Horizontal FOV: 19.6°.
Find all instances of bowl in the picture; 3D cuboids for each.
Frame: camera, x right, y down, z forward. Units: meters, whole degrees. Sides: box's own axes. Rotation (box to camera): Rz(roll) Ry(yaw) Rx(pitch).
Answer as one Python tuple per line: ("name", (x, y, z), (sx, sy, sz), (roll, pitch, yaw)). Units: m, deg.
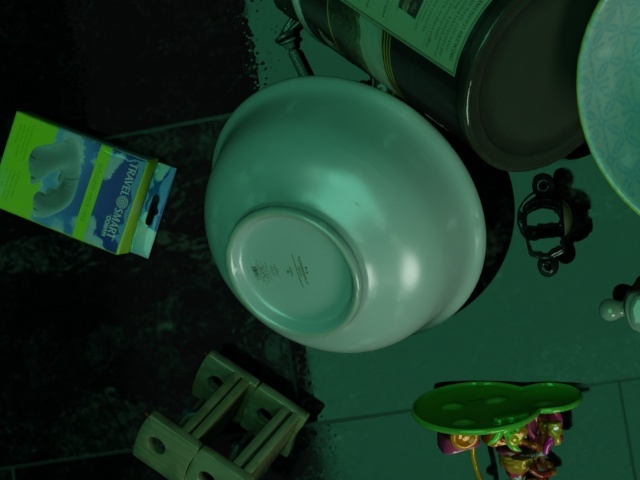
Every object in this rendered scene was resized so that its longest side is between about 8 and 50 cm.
("bowl", (0.000, 0.000, 1.793), (0.297, 0.134, 0.298), (14, 125, 21))
("bowl", (0.379, -0.145, 1.616), (0.289, 0.156, 0.290), (6, 109, 18))

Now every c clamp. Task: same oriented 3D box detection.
("c clamp", (0.004, -0.168, 1.899), (0.137, 0.022, 0.161), (-21, 88, 13))

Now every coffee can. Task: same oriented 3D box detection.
("coffee can", (0.129, -0.214, 1.715), (0.275, 0.201, 0.201), (40, 104, 42))

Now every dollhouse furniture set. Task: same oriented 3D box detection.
("dollhouse furniture set", (-0.122, 0.238, 1.928), (0.129, 0.129, 0.184), (33, 131, 10))

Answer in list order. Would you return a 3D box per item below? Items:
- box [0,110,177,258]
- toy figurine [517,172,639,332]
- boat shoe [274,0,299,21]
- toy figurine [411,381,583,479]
("box", (-0.252, -0.058, 1.961), (0.178, 0.042, 0.109), (21, 99, 12))
("toy figurine", (0.309, -0.028, 1.779), (0.209, 0.148, 0.213), (36, 99, 3))
("boat shoe", (0.029, -0.320, 1.852), (0.068, 0.081, 0.228), (29, 94, 19))
("toy figurine", (0.182, 0.234, 1.858), (0.173, 0.130, 0.159), (-8, 107, -10))
